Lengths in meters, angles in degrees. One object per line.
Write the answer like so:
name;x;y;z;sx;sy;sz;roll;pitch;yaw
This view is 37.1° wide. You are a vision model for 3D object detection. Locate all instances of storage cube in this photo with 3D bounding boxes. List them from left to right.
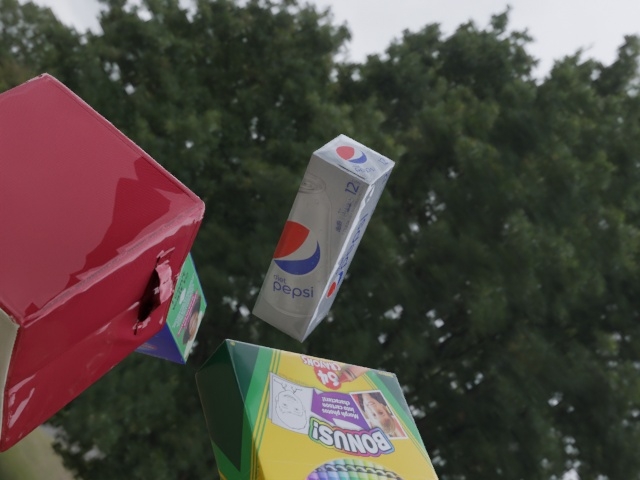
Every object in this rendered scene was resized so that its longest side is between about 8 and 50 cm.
storage cube;-0.244;0.014;0.776;0.215;0.193;0.183;38;-45;12

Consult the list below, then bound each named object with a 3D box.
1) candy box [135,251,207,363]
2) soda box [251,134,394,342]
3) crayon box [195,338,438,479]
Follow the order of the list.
candy box;-0.326;0.062;1.420;0.268;0.122;0.317;14;-20;5
soda box;0.000;0.000;1.348;0.091;0.098;0.286;30;-57;12
crayon box;0.012;0.330;1.465;0.106;0.363;0.313;-49;-137;28
